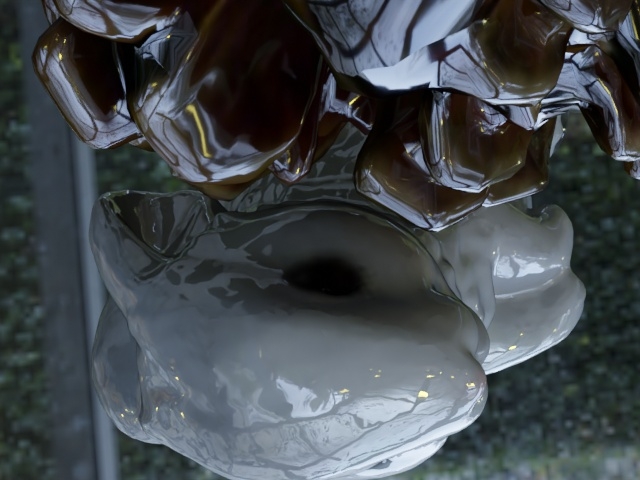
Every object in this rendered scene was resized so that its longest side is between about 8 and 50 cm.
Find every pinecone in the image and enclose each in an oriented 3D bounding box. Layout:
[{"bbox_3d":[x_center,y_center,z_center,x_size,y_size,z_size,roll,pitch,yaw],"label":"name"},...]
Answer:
[{"bbox_3d":[0.061,-0.197,0.580,0.398,0.397,0.398,-5,175,0],"label":"pinecone"}]

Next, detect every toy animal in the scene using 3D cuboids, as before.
[{"bbox_3d":[0.000,0.000,0.787,0.258,0.194,0.357,21,-157,10],"label":"toy animal"}]
